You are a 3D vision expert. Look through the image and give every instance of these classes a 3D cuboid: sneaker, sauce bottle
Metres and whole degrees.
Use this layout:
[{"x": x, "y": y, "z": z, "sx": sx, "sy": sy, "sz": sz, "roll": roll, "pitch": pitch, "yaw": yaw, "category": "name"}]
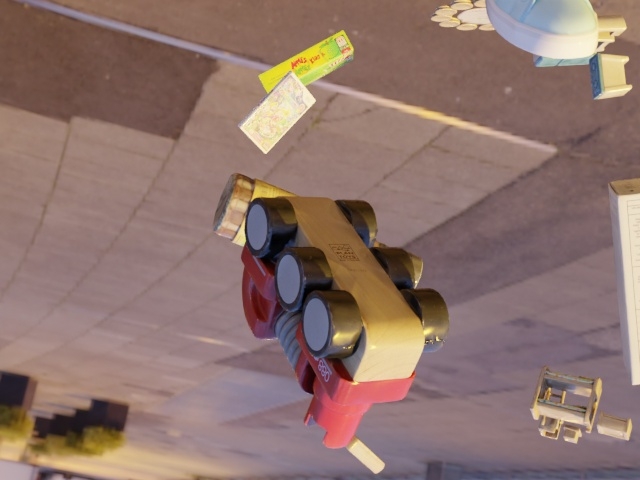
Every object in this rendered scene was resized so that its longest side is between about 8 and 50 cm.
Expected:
[{"x": 0.292, "y": -0.401, "z": 1.319, "sx": 0.135, "sy": 0.366, "sz": 0.150, "roll": -12, "pitch": 137, "yaw": -7, "category": "sneaker"}, {"x": 0.000, "y": 0.000, "z": 1.513, "sx": 0.344, "sy": 0.112, "sz": 0.111, "roll": 22, "pitch": 160, "yaw": -12, "category": "sauce bottle"}]

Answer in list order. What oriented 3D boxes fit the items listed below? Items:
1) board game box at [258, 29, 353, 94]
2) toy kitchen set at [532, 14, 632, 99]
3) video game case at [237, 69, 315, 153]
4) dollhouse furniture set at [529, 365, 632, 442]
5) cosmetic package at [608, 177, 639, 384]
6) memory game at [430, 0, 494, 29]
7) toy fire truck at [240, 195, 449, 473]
[{"x": -0.026, "y": -0.332, "z": 1.796, "sx": 0.181, "sy": 0.043, "sz": 0.092, "roll": -28, "pitch": 177, "yaw": 2, "category": "board game box"}, {"x": 0.519, "y": -0.345, "z": 1.877, "sx": 0.122, "sy": 0.166, "sz": 0.207, "roll": -3, "pitch": 173, "yaw": -4, "category": "toy kitchen set"}, {"x": -0.069, "y": -0.206, "z": 1.512, "sx": 0.011, "sy": 0.122, "sz": 0.087, "roll": 43, "pitch": 180, "yaw": 36, "category": "video game case"}, {"x": 0.518, "y": 0.330, "z": 1.816, "sx": 0.181, "sy": 0.101, "sz": 0.161, "roll": 11, "pitch": 155, "yaw": 27, "category": "dollhouse furniture set"}, {"x": 0.548, "y": 0.058, "z": 1.469, "sx": 0.160, "sy": 0.310, "sz": 0.113, "roll": -5, "pitch": -166, "yaw": 11, "category": "cosmetic package"}, {"x": 0.276, "y": -0.378, "z": 1.561, "sx": 0.186, "sy": 0.012, "sz": 0.186, "roll": 1, "pitch": 178, "yaw": 0, "category": "memory game"}, {"x": 0.009, "y": 0.106, "z": 0.897, "sx": 0.158, "sy": 0.217, "sz": 0.246, "roll": 0, "pitch": 125, "yaw": -30, "category": "toy fire truck"}]
